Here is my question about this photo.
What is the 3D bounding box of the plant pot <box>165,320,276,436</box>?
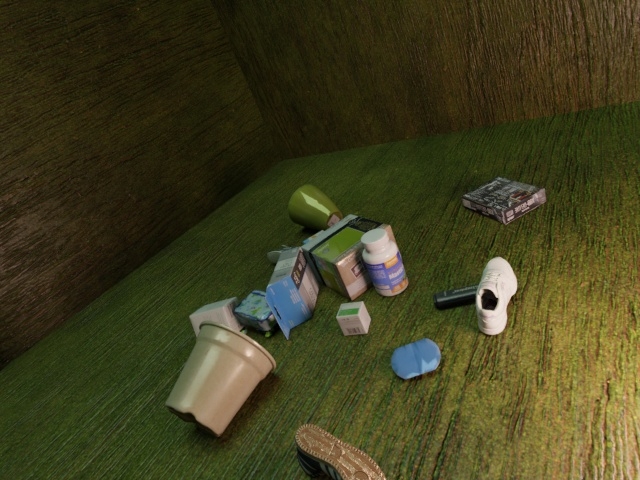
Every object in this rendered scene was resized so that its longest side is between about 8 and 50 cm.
[{"bbox_3d":[-0.382,0.513,1.461,0.334,0.333,0.305,-1,45,38],"label":"plant pot"}]

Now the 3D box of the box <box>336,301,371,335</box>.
[{"bbox_3d":[0.133,0.312,1.609,0.101,0.101,0.087,-12,27,26],"label":"box"}]

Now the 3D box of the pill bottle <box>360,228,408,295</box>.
[{"bbox_3d":[0.269,0.091,1.718,0.153,0.271,0.152,-19,27,10],"label":"pill bottle"}]

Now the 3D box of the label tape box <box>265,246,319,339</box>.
[{"bbox_3d":[-0.118,0.227,1.804,0.115,0.249,0.347,-16,27,16],"label":"label tape box"}]

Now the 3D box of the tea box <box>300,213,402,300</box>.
[{"bbox_3d":[0.147,0.066,1.925,0.329,0.219,0.324,-34,27,-19],"label":"tea box"}]

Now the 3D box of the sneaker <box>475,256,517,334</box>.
[{"bbox_3d":[0.605,0.165,1.386,0.114,0.152,0.305,-1,48,32],"label":"sneaker"}]

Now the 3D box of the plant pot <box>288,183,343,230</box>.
[{"bbox_3d":[-0.006,-0.171,2.498,0.275,0.274,0.294,-35,45,-22],"label":"plant pot"}]

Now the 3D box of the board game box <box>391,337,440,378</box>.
[{"bbox_3d":[0.325,0.407,1.357,0.169,0.033,0.133,-24,31,11],"label":"board game box"}]

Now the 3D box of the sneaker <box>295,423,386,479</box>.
[{"bbox_3d":[0.050,0.630,1.112,0.282,0.153,0.099,28,47,21],"label":"sneaker"}]

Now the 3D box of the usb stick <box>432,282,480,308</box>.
[{"bbox_3d":[0.569,0.200,1.525,0.278,0.045,0.077,-16,28,16],"label":"usb stick"}]

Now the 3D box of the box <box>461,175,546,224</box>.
[{"bbox_3d":[0.894,-0.208,1.986,0.243,0.076,0.307,-28,27,-9],"label":"box"}]

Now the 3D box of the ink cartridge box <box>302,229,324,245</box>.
[{"bbox_3d":[0.000,0.000,2.346,0.181,0.061,0.104,-31,27,-15],"label":"ink cartridge box"}]

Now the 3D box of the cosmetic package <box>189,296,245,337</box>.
[{"bbox_3d":[-0.480,0.376,1.892,0.184,0.151,0.151,-17,6,16],"label":"cosmetic package"}]

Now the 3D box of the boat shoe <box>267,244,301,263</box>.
[{"bbox_3d":[-0.186,0.077,2.318,0.255,0.095,0.079,-7,32,27],"label":"boat shoe"}]

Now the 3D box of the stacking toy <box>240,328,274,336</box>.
[{"bbox_3d":[-0.275,0.368,1.897,0.167,0.052,0.221,-10,30,26],"label":"stacking toy"}]

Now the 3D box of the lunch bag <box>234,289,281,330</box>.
[{"bbox_3d":[-0.272,0.314,1.851,0.219,0.090,0.176,9,40,40],"label":"lunch bag"}]
